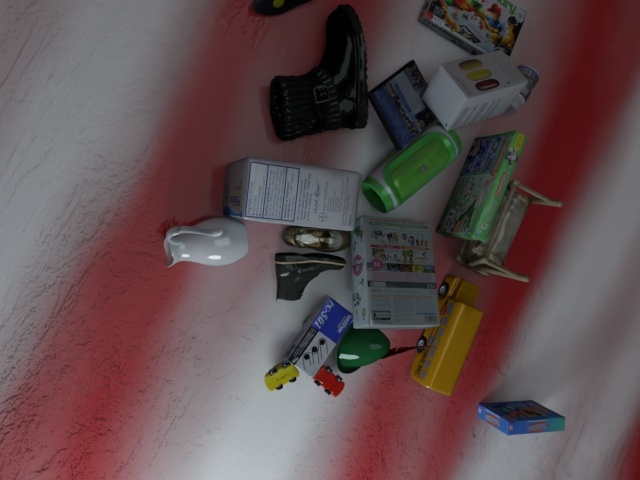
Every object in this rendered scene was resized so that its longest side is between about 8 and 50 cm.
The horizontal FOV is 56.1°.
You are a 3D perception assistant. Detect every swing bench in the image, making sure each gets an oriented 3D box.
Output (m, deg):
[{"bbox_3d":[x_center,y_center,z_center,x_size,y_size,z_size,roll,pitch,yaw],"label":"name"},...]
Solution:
[{"bbox_3d":[0.527,-0.029,1.759,0.165,0.254,0.254,25,85,-12],"label":"swing bench"}]

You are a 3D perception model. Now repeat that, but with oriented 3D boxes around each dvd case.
[{"bbox_3d":[0.241,-0.384,1.692,0.253,0.022,0.180,-43,108,-39],"label":"dvd case"}]

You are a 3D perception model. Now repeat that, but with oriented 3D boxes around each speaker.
[{"bbox_3d":[0.262,-0.209,1.717,0.296,0.131,0.131,-39,105,-12],"label":"speaker"}]

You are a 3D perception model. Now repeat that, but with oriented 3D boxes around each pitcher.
[{"bbox_3d":[-0.288,-0.002,1.520,0.207,0.178,0.126,-7,73,-17],"label":"pitcher"}]

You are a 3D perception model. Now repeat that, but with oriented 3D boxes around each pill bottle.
[{"bbox_3d":[0.605,-0.461,1.839,0.078,0.078,0.137,34,83,-18],"label":"pill bottle"}]

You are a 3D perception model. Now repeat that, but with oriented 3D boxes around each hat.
[{"bbox_3d":[0.174,0.312,1.668,0.209,0.183,0.173,-53,138,-17],"label":"hat"}]

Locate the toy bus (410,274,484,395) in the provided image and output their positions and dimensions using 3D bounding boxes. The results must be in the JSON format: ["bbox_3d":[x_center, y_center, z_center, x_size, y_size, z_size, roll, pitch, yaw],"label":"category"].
[{"bbox_3d":[0.384,0.278,1.792,0.108,0.130,0.333,24,86,-19],"label":"toy bus"}]

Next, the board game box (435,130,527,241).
[{"bbox_3d":[0.460,-0.156,1.741,0.046,0.213,0.318,25,86,-18],"label":"board game box"}]

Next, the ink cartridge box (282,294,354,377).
[{"bbox_3d":[-0.004,0.262,1.646,0.097,0.046,0.207,39,80,-19],"label":"ink cartridge box"}]

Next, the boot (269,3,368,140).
[{"bbox_3d":[-0.012,-0.448,1.602,0.259,0.131,0.348,-8,97,-18],"label":"boot"}]

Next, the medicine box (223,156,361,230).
[{"bbox_3d":[-0.082,-0.115,1.533,0.289,0.263,0.149,6,91,-20],"label":"medicine box"}]

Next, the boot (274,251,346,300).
[{"bbox_3d":[-0.031,0.106,1.675,0.197,0.077,0.137,3,98,-6],"label":"boot"}]

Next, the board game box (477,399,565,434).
[{"bbox_3d":[0.626,0.552,1.880,0.210,0.160,0.047,2,94,-18],"label":"board game box"}]

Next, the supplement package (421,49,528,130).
[{"bbox_3d":[0.437,-0.428,1.706,0.244,0.134,0.139,-21,67,-28],"label":"supplement package"}]

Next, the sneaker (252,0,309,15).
[{"bbox_3d":[-0.090,-0.668,1.603,0.209,0.069,0.082,-24,68,-7],"label":"sneaker"}]

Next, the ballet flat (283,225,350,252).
[{"bbox_3d":[0.000,0.000,1.673,0.206,0.067,0.073,1,97,-19],"label":"ballet flat"}]

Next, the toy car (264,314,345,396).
[{"bbox_3d":[-0.035,0.318,1.694,0.238,0.053,0.225,10,91,-20],"label":"toy car"}]

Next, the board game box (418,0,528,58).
[{"bbox_3d":[0.457,-0.669,1.786,0.305,0.053,0.193,23,86,-19],"label":"board game box"}]

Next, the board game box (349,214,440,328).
[{"bbox_3d":[0.204,0.092,1.682,0.223,0.097,0.304,4,75,-23],"label":"board game box"}]
